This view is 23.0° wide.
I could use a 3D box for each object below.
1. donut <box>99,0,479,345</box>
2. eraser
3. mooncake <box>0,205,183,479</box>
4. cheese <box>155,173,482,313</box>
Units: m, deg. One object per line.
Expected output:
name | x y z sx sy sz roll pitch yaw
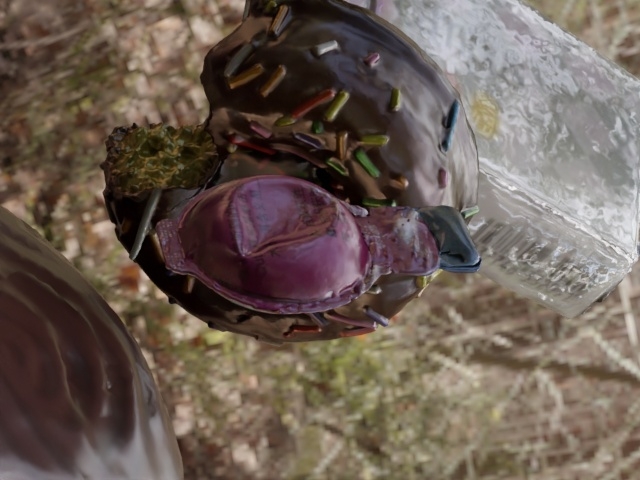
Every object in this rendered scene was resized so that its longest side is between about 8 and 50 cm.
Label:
donut | -0.019 -0.026 0.936 0.216 0.230 0.096 50 28 -22
eraser | 0.108 -0.101 1.238 0.397 0.082 0.213 24 61 -39
mooncake | -0.234 0.103 0.888 0.326 0.174 0.334 46 20 -15
cheese | 0.000 0.000 0.695 0.145 0.038 0.095 -1 41 -18
